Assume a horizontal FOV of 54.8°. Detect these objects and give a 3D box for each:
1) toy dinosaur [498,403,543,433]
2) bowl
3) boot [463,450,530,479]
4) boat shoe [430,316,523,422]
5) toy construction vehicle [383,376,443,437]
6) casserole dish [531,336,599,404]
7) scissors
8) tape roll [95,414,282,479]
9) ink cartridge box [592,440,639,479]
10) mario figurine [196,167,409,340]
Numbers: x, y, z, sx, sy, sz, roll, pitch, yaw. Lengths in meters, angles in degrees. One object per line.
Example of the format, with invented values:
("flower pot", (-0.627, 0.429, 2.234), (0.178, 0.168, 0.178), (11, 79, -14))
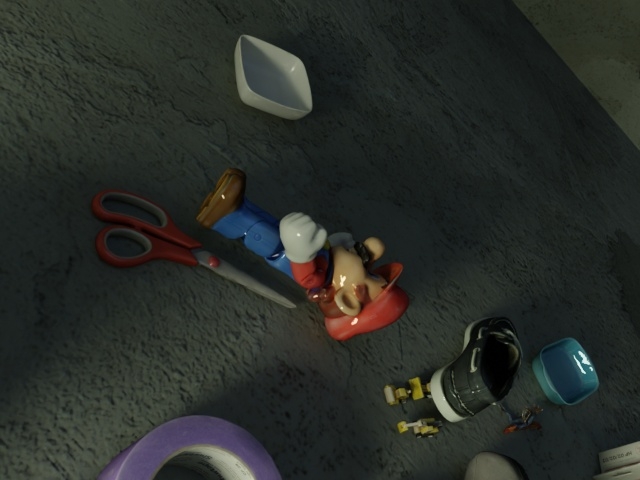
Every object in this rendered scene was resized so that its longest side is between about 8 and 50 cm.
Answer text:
("toy dinosaur", (0.337, 0.306, 1.028), (0.082, 0.047, 0.090), (-37, 99, -31))
("bowl", (-0.087, -0.271, 1.063), (0.142, 0.053, 0.142), (12, 53, -35))
("boot", (0.149, 0.373, 0.762), (0.222, 0.118, 0.338), (34, 39, -11))
("boat shoe", (0.281, 0.195, 1.002), (0.114, 0.091, 0.302), (57, 35, 0))
("toy construction vehicle", (0.143, 0.242, 0.905), (0.098, 0.035, 0.086), (12, 53, -35))
("casserole dish", (0.465, 0.252, 1.180), (0.188, 0.037, 0.114), (-7, 66, -45))
("scissors", (-0.156, 0.013, 0.818), (0.297, 0.021, 0.109), (18, 49, -30))
("tape roll", (-0.129, 0.275, 0.608), (0.189, 0.080, 0.189), (23, 48, -29))
("ink cartridge box", (0.582, 0.415, 1.112), (0.181, 0.104, 0.061), (29, 45, -23))
("mario figurine", (0.000, 0.000, 0.858), (0.320, 0.170, 0.198), (35, 41, -14))
